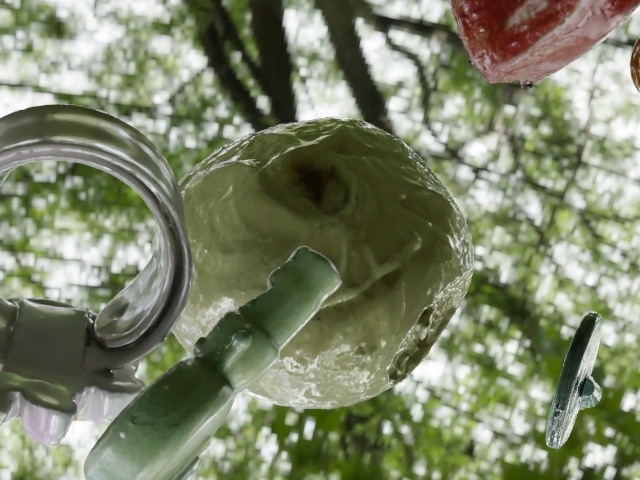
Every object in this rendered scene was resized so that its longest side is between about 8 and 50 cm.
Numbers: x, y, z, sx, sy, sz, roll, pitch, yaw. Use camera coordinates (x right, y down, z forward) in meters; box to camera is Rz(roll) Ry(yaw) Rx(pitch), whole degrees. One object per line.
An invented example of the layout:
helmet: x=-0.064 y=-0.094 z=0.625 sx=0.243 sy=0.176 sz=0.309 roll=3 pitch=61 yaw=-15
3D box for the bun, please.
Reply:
bun: x=-0.003 y=-0.003 z=1.765 sx=0.364 sy=0.202 sz=0.364 roll=5 pitch=-128 yaw=-6

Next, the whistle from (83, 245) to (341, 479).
whistle: x=-0.082 y=0.108 z=1.175 sx=0.067 sy=0.126 sz=0.258 roll=41 pitch=-105 yaw=5

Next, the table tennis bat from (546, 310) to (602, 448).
table tennis bat: x=0.274 y=0.154 z=1.706 sx=0.038 sy=0.237 sz=0.149 roll=16 pitch=-97 yaw=15

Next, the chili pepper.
chili pepper: x=0.242 y=-0.249 z=1.499 sx=0.136 sy=0.252 sz=0.144 roll=47 pitch=-139 yaw=-17

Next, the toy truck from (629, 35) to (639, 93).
toy truck: x=0.379 y=-0.198 z=1.339 sx=0.211 sy=0.288 sz=0.204 roll=-4 pitch=-156 yaw=-1

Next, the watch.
watch: x=-0.224 y=0.020 z=1.220 sx=0.244 sy=0.231 sz=0.196 roll=13 pitch=-158 yaw=-14
